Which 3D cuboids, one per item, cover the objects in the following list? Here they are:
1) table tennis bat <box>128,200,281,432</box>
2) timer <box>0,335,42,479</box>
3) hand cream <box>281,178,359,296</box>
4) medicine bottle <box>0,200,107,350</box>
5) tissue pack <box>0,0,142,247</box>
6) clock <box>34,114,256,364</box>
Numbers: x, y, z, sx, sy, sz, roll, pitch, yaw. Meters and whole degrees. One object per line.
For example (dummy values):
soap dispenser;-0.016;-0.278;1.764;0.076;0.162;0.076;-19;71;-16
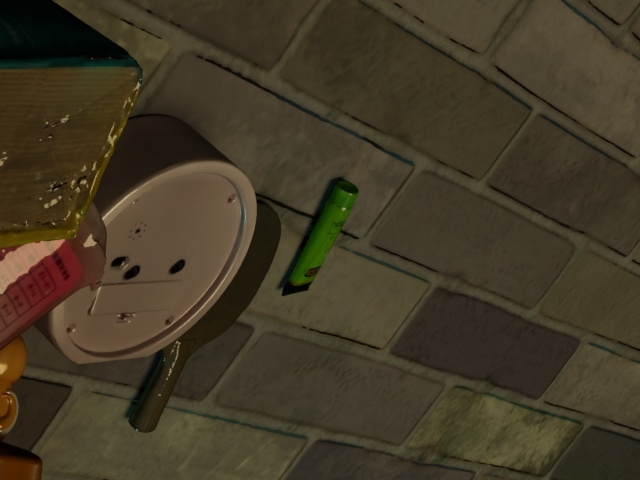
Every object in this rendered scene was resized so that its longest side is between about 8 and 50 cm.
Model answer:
table tennis bat;-0.108;0.065;1.666;0.131;0.022;0.234;0;122;-54
timer;-0.262;0.134;1.473;0.132;0.132;0.152;20;84;-58
hand cream;0.000;0.000;1.726;0.036;0.023;0.122;-13;139;-50
medicine bottle;-0.271;0.031;1.292;0.247;0.147;0.147;-39;148;-16
tissue pack;-0.259;-0.101;1.035;0.192;0.271;0.134;-4;123;-50
clock;-0.145;0.002;1.495;0.197;0.068;0.197;-32;146;-25
